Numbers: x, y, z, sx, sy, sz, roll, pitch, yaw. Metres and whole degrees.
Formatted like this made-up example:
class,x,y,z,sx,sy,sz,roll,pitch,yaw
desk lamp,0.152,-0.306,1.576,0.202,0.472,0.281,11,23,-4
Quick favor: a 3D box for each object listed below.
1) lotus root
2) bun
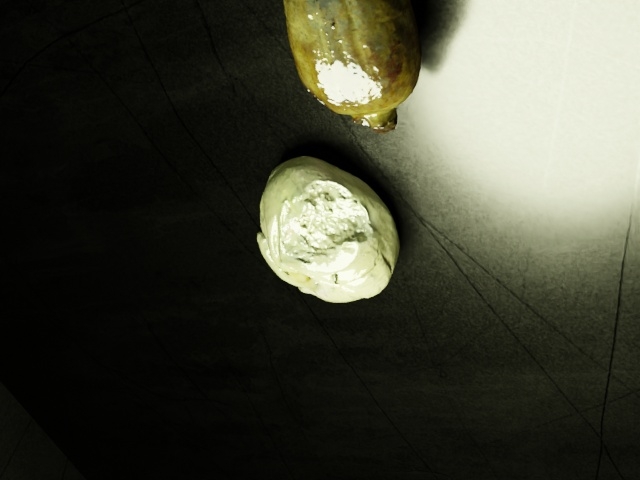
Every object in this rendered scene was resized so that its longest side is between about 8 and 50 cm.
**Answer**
class,x,y,z,sx,sy,sz,roll,pitch,yaw
lotus root,0.039,-0.222,1.469,0.145,0.128,0.260,5,136,27
bun,0.000,0.000,1.773,0.210,0.116,0.237,19,144,28
